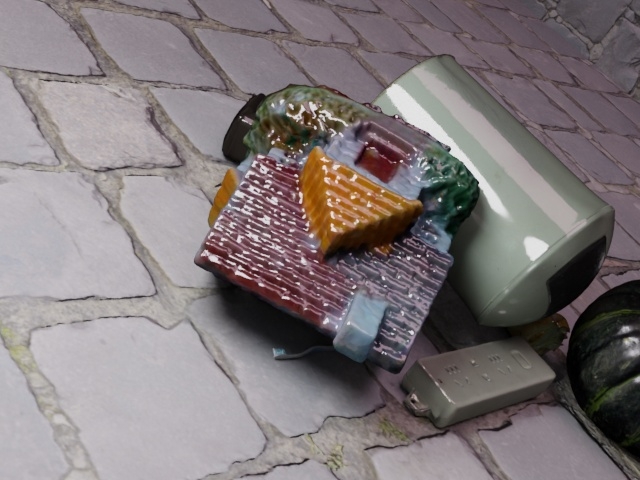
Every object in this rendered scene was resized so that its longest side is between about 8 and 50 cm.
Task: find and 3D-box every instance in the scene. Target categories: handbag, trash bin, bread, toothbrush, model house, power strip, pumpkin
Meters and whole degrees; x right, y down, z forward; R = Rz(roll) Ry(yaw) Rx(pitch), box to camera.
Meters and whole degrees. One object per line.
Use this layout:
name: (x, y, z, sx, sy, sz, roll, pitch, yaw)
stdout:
handbag: (-0.023, -0.168, 1.778, 0.285, 0.113, 0.257, 28, 23, -6)
trash bin: (0.265, -0.067, 1.584, 0.432, 0.280, 0.280, 50, 33, 14)
bread: (0.343, 0.088, 1.746, 0.269, 0.098, 0.087, 64, 0, 43)
toothbrush: (-0.004, 0.158, 1.390, 0.162, 0.014, 0.017, 3, 59, -42)
model house: (0.000, 0.000, 1.350, 0.360, 0.297, 0.339, 29, 32, 0)
power strip: (0.253, 0.212, 1.502, 0.338, 0.058, 0.098, -4, 44, -47)
pumpkin: (0.567, 0.215, 1.603, 0.323, 0.241, 0.323, 15, 48, -17)
